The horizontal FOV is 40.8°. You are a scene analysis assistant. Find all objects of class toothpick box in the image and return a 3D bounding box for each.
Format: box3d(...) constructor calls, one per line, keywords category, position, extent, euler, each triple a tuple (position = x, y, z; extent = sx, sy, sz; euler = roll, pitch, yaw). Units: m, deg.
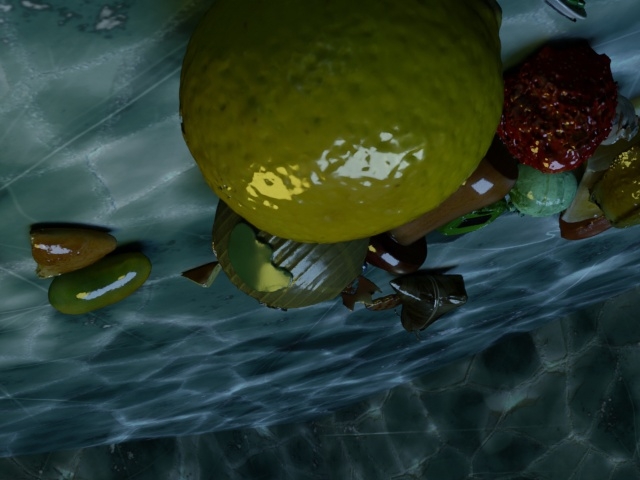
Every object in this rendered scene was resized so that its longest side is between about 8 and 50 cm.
box3d(category="toothpick box", position=(0.169, -0.072, 1.417), extent=(0.294, 0.192, 0.192), euler=(-36, 154, 31))

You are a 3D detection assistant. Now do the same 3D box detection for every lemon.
box3d(category="lemon", position=(0.020, -0.152, 0.894), extent=(0.336, 0.336, 0.336), euler=(-15, 161, -5))

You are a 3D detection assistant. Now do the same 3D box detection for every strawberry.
box3d(category="strawberry", position=(0.343, -0.179, 1.256), extent=(0.186, 0.202, 0.184), euler=(4, 141, -2))

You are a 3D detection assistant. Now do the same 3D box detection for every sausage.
box3d(category="sausage", position=(0.672, -0.098, 1.899), extent=(0.348, 0.094, 0.097), euler=(-35, 167, 38))

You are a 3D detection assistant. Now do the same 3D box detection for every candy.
box3d(category="candy", position=(0.271, -0.098, 1.598), extent=(0.439, 0.119, 0.119), euler=(-2, 158, -14))

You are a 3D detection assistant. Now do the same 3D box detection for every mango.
box3d(category="mango", position=(-0.385, 0.077, 1.521), extent=(0.191, 0.086, 0.122), euler=(-15, 158, -2))

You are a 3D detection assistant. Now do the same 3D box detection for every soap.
box3d(category="soap", position=(0.572, -0.136, 1.715), extent=(0.173, 0.089, 0.274), euler=(-17, 160, 0))

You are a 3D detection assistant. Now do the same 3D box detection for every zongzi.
box3d(category="zongzi", position=(0.220, 0.162, 2.235), extent=(0.241, 0.111, 0.248), euler=(7, 147, -27))

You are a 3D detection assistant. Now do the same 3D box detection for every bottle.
box3d(category="bottle", position=(0.465, -0.205, 1.423), extent=(0.152, 0.099, 0.099), euler=(2, 154, -39))

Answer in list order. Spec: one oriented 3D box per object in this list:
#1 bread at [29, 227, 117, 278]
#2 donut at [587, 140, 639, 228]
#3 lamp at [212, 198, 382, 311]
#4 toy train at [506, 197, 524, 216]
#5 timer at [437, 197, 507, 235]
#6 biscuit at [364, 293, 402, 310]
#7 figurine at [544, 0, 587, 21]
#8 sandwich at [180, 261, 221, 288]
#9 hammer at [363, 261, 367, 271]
box3d(category="bread", position=(-0.398, 0.017, 1.397), extent=(0.135, 0.054, 0.154), euler=(-13, 163, -20))
box3d(category="donut", position=(0.626, -0.105, 1.570), extent=(0.272, 0.107, 0.272), euler=(-17, 161, -6))
box3d(category="lamp", position=(-0.023, -0.001, 1.313), extent=(0.250, 0.284, 0.250), euler=(-48, 180, 0))
box3d(category="toy train", position=(0.431, -0.097, 1.747), extent=(0.122, 0.050, 0.081), euler=(-27, 156, -22))
box3d(category="timer", position=(0.312, -0.054, 1.788), extent=(0.140, 0.047, 0.128), euler=(-9, 159, -24))
box3d(category="biscuit", position=(0.177, 0.173, 2.355), extent=(0.129, 0.019, 0.119), euler=(-7, 159, -25))
box3d(category="figurine", position=(0.290, -0.332, 0.923), extent=(0.132, 0.132, 0.153), euler=(6, 138, -48))
box3d(category="sandwich", position=(-0.231, 0.073, 1.704), extent=(0.083, 0.044, 0.031), euler=(-21, 156, 5))
box3d(category="hammer", position=(0.000, 0.000, 1.495), extent=(0.069, 0.194, 0.116), euler=(-54, 162, -8))
